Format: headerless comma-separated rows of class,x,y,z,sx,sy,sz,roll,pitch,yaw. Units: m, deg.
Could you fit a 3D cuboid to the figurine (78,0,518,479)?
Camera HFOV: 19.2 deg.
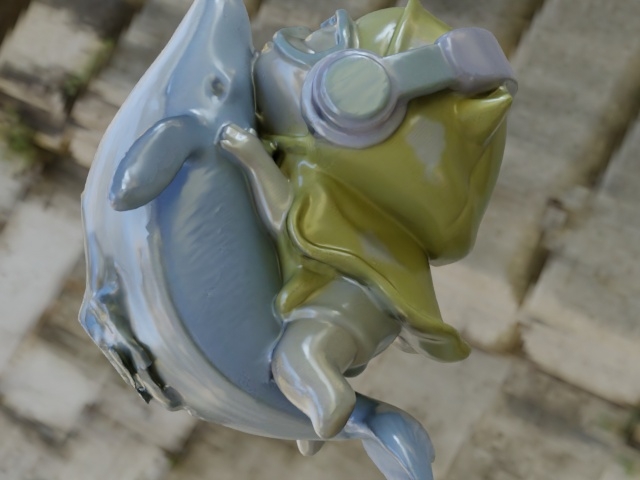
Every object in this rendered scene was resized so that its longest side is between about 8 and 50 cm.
figurine,0.000,0.000,0.692,0.184,0.208,0.128,-26,-7,-5
